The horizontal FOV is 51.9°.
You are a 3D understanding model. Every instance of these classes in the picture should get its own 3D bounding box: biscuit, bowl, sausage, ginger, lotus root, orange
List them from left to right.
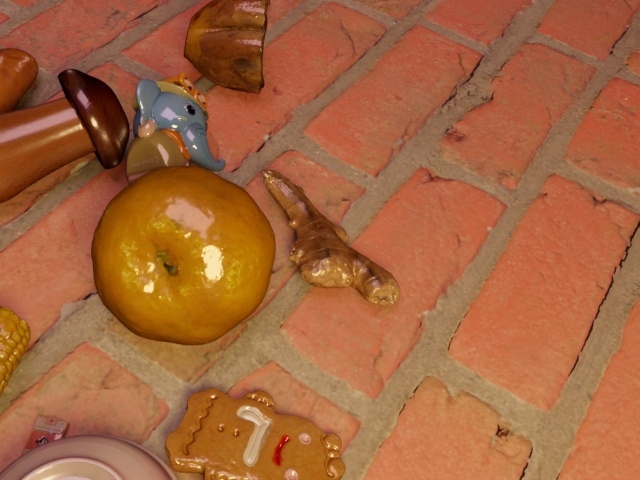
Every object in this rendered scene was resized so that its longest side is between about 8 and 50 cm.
[{"bbox_3d":[-0.642,-0.288,1.296,0.108,0.109,0.271,7,49,-1],"label":"sausage"},{"bbox_3d":[-0.298,0.363,0.798,0.286,0.144,0.287,5,54,-7],"label":"bowl"},{"bbox_3d":[-0.207,0.022,1.010,0.279,0.235,0.279,0,95,3],"label":"orange"},{"bbox_3d":[-0.196,-0.427,1.386,0.179,0.199,0.188,7,45,-7],"label":"lotus root"},{"bbox_3d":[-0.087,0.293,0.925,0.248,0.035,0.184,21,39,6],"label":"biscuit"},{"bbox_3d":[0.000,0.000,1.153,0.147,0.081,0.334,-21,59,-26],"label":"ginger"}]

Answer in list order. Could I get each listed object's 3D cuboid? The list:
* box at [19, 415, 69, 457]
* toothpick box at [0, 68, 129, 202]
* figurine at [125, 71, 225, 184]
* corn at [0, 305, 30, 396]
[{"bbox_3d":[-0.394,0.292,0.931,0.046,0.012,0.083,10,54,2],"label":"box"},{"bbox_3d":[-0.496,-0.186,1.184,0.294,0.192,0.192,-26,59,-17],"label":"toothpick box"},{"bbox_3d":[-0.274,-0.177,1.219,0.180,0.153,0.262,5,76,-40],"label":"figurine"},{"bbox_3d":[-0.525,0.242,0.889,0.120,0.120,0.363,17,52,7],"label":"corn"}]
